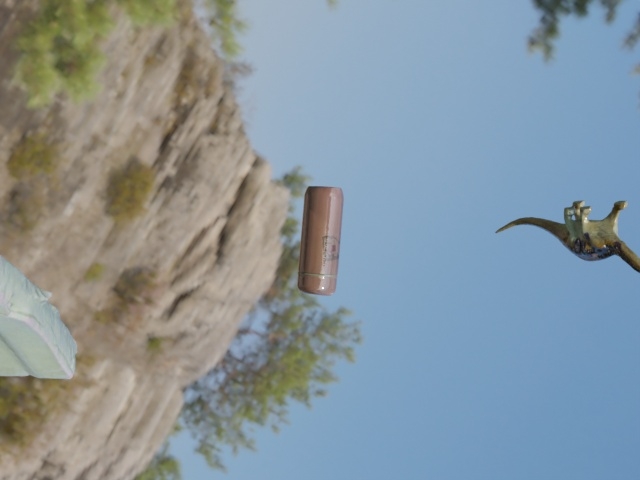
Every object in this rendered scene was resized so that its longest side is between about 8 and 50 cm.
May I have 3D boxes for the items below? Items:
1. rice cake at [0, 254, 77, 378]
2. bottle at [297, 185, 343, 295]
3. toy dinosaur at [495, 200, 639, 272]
[{"bbox_3d":[-0.271,0.057,0.847,0.237,0.127,0.043,83,9,-67],"label":"rice cake"},{"bbox_3d":[0.000,0.000,1.416,0.053,0.053,0.140,-172,-93,-71],"label":"bottle"},{"bbox_3d":[0.213,-0.011,0.888,0.180,0.037,0.058,26,-64,58],"label":"toy dinosaur"}]
